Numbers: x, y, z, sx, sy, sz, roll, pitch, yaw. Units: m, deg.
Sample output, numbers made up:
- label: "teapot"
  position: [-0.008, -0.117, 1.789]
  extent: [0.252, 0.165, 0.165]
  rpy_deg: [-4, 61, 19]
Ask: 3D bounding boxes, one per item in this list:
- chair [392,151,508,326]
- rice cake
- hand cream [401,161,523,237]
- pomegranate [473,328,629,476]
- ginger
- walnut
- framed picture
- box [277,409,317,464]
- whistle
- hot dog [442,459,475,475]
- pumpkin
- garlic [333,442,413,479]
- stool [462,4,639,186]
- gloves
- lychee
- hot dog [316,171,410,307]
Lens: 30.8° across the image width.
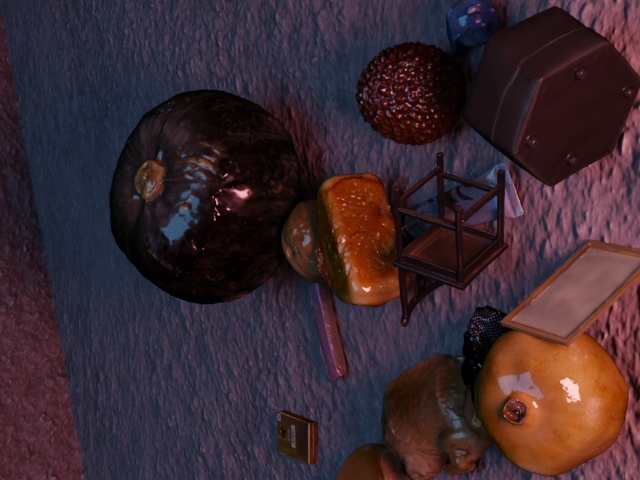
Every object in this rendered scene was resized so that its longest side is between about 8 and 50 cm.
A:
- label: "chair"
  position: [0.205, 0.013, 1.870]
  extent: [0.141, 0.154, 0.260]
  rpy_deg: [20, 131, 34]
- label: "rice cake"
  position: [0.015, 0.179, 2.322]
  extent: [0.047, 0.036, 0.206]
  rpy_deg: [141, 121, -63]
- label: "hand cream"
  position: [0.229, -0.056, 1.954]
  extent: [0.271, 0.058, 0.091]
  rpy_deg: [-19, 87, 53]
- label: "pomegranate"
  position: [0.328, 0.222, 1.669]
  extent: [0.233, 0.233, 0.233]
  rpy_deg: [6, 98, 57]
- label: "ginger"
  position: [0.204, 0.302, 1.938]
  extent: [0.221, 0.130, 0.275]
  rpy_deg: [60, 136, 45]
- label: "walnut"
  position: [0.000, 0.000, 2.244]
  extent: [0.166, 0.149, 0.166]
  rpy_deg: [162, 90, -88]
- label: "framed picture"
  position: [0.365, 0.070, 1.637]
  extent: [0.136, 0.201, 0.010]
  rpy_deg: [15, 139, 57]
- label: "box"
  position: [-0.050, 0.415, 2.455]
  extent: [0.133, 0.023, 0.090]
  rpy_deg: [5, 95, 58]
- label: "whistle"
  position: [0.249, -0.351, 1.891]
  extent: [0.158, 0.090, 0.090]
  rpy_deg: [45, -144, -79]
- label: "hot dog"
  position: [0.239, 0.378, 1.982]
  extent: [0.030, 0.034, 0.090]
  rpy_deg: [42, 156, -5]
- label: "pumpkin"
  position: [-0.234, -0.089, 2.414]
  extent: [0.454, 0.344, 0.454]
  rpy_deg: [-12, 73, 44]
- label: "garlic"
  position: [0.098, 0.491, 2.153]
  extent: [0.228, 0.110, 0.217]
  rpy_deg: [-50, 38, 30]
- label: "stool"
  position: [0.327, -0.201, 1.638]
  extent: [0.141, 0.232, 0.232]
  rpy_deg: [46, 130, 43]
- label: "gloves"
  position: [0.269, 0.204, 1.820]
  extent: [0.180, 0.129, 0.106]
  rpy_deg: [-64, 29, 2]
- label: "lychee"
  position: [0.149, -0.248, 1.955]
  extent: [0.188, 0.188, 0.188]
  rpy_deg: [6, 98, 57]
- label: "hot dog"
  position: [0.071, 0.014, 2.098]
  extent: [0.153, 0.150, 0.256]
  rpy_deg: [105, 153, -62]
